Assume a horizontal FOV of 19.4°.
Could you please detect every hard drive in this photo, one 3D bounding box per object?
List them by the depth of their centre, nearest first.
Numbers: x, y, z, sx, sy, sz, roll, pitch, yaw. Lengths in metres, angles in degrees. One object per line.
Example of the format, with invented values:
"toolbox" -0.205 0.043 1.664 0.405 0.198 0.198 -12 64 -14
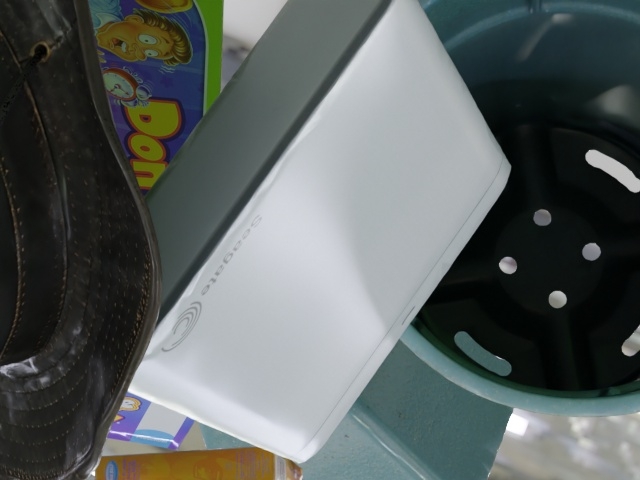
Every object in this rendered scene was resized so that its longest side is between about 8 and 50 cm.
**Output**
"hard drive" 0.000 0.000 1.018 0.047 0.233 0.353 35 178 19

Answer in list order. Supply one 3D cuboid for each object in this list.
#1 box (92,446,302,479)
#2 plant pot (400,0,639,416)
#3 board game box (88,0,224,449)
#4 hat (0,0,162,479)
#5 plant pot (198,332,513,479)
"box" -0.086 0.158 1.229 0.136 0.028 0.081 -7 161 12
"plant pot" 0.186 -0.016 1.444 0.341 0.341 0.334 21 171 7
"board game box" -0.185 -0.055 1.183 0.233 0.078 0.347 10 -124 -16
"hat" -0.210 -0.030 0.834 0.134 0.331 0.331 -14 -151 -35
"plant pot" 0.020 0.156 1.905 0.252 0.248 0.247 45 -138 -15
